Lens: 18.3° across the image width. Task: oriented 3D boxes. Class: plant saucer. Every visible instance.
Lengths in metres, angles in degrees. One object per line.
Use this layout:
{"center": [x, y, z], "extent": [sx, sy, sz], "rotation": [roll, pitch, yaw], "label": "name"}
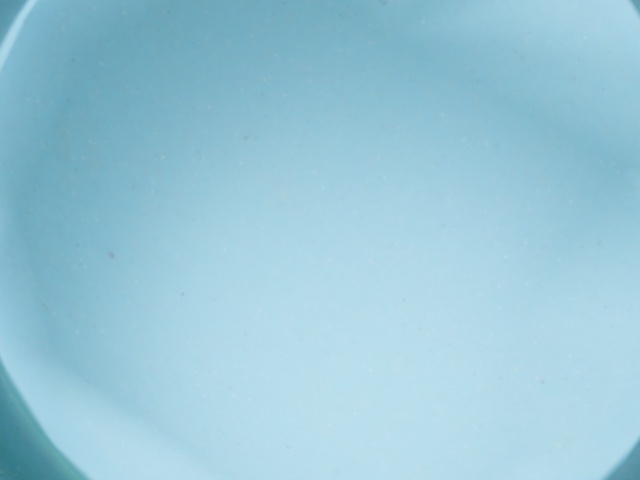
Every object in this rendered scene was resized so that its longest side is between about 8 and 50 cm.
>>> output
{"center": [0.000, 0.000, 0.677], "extent": [0.317, 0.044, 0.318], "rotation": [2, 103, 10], "label": "plant saucer"}
